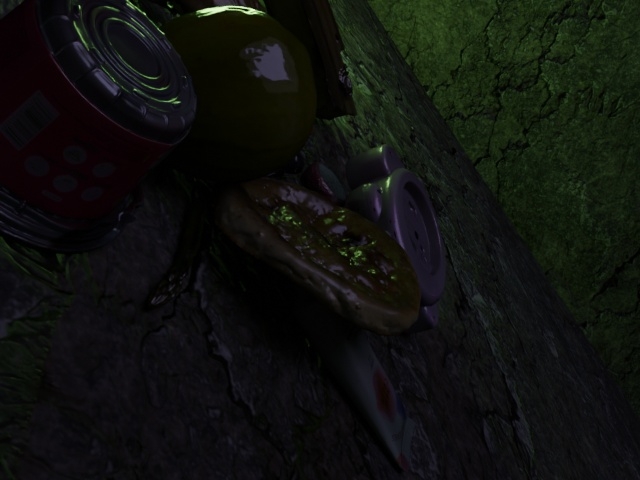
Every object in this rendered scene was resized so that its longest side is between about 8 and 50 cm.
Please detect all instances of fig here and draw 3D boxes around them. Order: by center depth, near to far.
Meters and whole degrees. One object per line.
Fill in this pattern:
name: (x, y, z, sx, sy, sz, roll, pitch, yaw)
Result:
fig: (-0.144, -0.190, 0.888, 0.271, 0.239, 0.239, -14, 71, -39)

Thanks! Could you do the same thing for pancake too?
pancake: (-0.001, 0.002, 0.989, 0.356, 0.065, 0.356, 27, 19, -10)

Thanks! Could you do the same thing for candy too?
candy: (0.008, -0.103, 1.304, 0.103, 0.043, 0.103, 44, 24, -26)

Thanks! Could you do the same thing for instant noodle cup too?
instant noodle cup: (-0.245, -0.138, 0.675, 0.302, 0.182, 0.258, 12, 50, -58)

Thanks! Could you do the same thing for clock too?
clock: (0.153, -0.001, 1.326, 0.295, 0.113, 0.322, 52, 31, -35)

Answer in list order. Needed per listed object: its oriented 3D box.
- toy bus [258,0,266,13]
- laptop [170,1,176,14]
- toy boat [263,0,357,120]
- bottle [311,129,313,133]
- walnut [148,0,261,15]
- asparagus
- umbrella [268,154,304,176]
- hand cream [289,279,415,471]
toy bus: (-0.153, -0.490, 1.442, 0.060, 0.075, 0.123, 45, 26, -26)
laptop: (-0.293, -0.559, 1.175, 0.269, 0.015, 0.187, 75, 2, -48)
toy boat: (-0.026, -0.453, 1.470, 0.162, 0.136, 0.445, -65, 141, -48)
bottle: (-0.076, -0.280, 1.282, 0.187, 0.069, 0.069, 67, 21, -12)
walnut: (-0.181, -0.387, 1.078, 0.238, 0.141, 0.204, 23, 16, -34)
asparagus: (-0.169, 0.013, 0.827, 0.034, 0.027, 0.236, 41, 28, -21)
umbrella: (-0.087, -0.139, 1.128, 0.224, 0.071, 0.080, 2, 63, -64)
hand cream: (0.054, 0.182, 1.006, 0.340, 0.078, 0.124, 57, 22, -12)
